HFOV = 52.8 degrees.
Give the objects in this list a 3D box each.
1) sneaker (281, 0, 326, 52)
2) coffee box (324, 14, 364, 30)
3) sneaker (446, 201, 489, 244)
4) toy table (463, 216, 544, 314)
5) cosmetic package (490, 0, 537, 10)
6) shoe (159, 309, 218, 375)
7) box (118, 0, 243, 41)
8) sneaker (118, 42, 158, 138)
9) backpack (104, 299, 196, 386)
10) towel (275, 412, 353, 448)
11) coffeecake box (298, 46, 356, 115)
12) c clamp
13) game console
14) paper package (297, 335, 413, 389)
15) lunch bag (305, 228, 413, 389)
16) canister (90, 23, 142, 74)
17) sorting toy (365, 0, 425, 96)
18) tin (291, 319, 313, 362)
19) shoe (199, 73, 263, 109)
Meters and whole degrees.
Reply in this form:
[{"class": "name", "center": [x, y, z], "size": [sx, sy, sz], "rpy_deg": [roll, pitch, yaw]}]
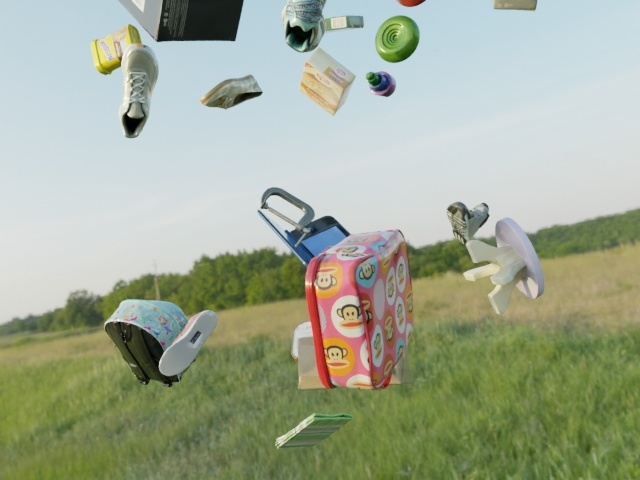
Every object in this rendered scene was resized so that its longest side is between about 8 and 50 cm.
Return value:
[{"class": "sneaker", "center": [-0.049, -0.488, 1.491], "size": [0.110, 0.122, 0.283], "rpy_deg": [13, -7, 0]}, {"class": "coffee box", "center": [0.029, -0.674, 2.017], "size": [0.184, 0.040, 0.113], "rpy_deg": [3, 17, 30]}, {"class": "sneaker", "center": [0.478, -0.089, 2.052], "size": [0.132, 0.086, 0.228], "rpy_deg": [-41, -28, -7]}, {"class": "toy table", "center": [0.575, 0.084, 2.041], "size": [0.161, 0.274, 0.252], "rpy_deg": [-26, -5, -12]}, {"class": "cosmetic package", "center": [0.423, -0.629, 1.377], "size": [0.107, 0.237, 0.127], "rpy_deg": [4, 42, 4]}, {"class": "shoe", "center": [-0.305, 0.237, 1.499], "size": [0.178, 0.063, 0.081], "rpy_deg": [-52, 8, -12]}, {"class": "box", "center": [-0.495, -0.854, 2.264], "size": [0.313, 0.343, 0.178], "rpy_deg": [-14, -42, -38]}, {"class": "sneaker", "center": [-0.486, -0.390, 1.722], "size": [0.099, 0.121, 0.262], "rpy_deg": [3, -51, -17]}, {"class": "backpack", "center": [-0.496, 0.281, 1.889], "size": [0.225, 0.253, 0.191], "rpy_deg": [0, 44, 30]}, {"class": "towel", "center": [-0.015, 0.412, 1.407], "size": [0.113, 0.023, 0.152], "rpy_deg": [11, -43, -39]}, {"class": "coffeecake box", "center": [0.018, -0.480, 1.964], "size": [0.068, 0.142, 0.185], "rpy_deg": [-51, -2, -16]}, {"class": "c clamp", "center": [-0.082, -0.069, 1.565], "size": [0.137, 0.161, 0.022], "rpy_deg": [-45, -15, -43]}, {"class": "game console", "center": [0.000, 0.000, 1.829], "size": [0.250, 0.293, 0.173], "rpy_deg": [-25, -42, -22]}, {"class": "paper package", "center": [0.113, 0.382, 2.045], "size": [0.325, 0.168, 0.309], "rpy_deg": [-6, -12, 13]}, {"class": "lunch bag", "center": [0.082, 0.126, 1.102], "size": [0.120, 0.258, 0.293], "rpy_deg": [-6, 10, 23]}, {"class": "canister", "center": [-0.716, -0.675, 2.277], "size": [0.170, 0.126, 0.073], "rpy_deg": [-18, -9, 21]}, {"class": "sorting toy", "center": [0.183, -0.561, 1.663], "size": [0.127, 0.365, 0.126], "rpy_deg": [19, 6, 30]}, {"class": "tin", "center": [-0.055, 0.377, 2.408], "size": [0.106, 0.040, 0.189], "rpy_deg": [-20, 37, 19]}, {"class": "shoe", "center": [-0.229, -0.386, 1.698], "size": [0.077, 0.058, 0.219], "rpy_deg": [-37, 0, 41]}]
